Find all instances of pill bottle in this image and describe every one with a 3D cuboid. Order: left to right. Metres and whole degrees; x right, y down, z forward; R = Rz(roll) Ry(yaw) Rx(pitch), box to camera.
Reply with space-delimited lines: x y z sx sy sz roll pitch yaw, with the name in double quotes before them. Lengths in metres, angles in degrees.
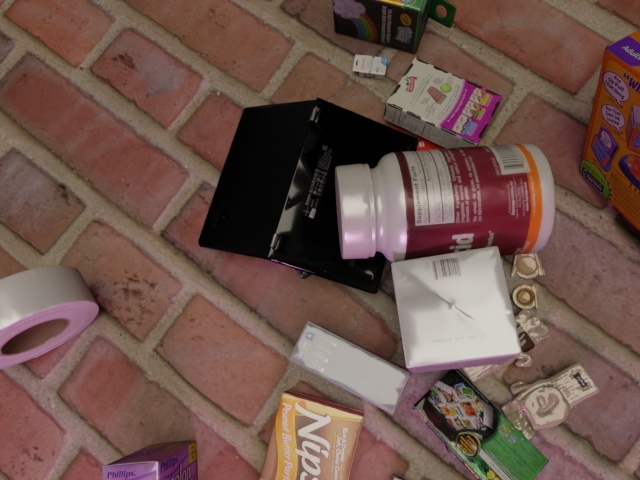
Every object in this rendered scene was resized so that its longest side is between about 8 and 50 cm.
"pill bottle" 0.231 -0.069 1.015 0.392 0.224 0.224 -4 78 0

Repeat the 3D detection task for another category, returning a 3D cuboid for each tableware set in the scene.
"tableware set" 0.427 0.090 1.157 0.169 0.020 0.141 2 79 7

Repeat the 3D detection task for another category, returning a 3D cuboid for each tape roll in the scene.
"tape roll" -0.649 0.174 1.119 0.286 0.286 0.100 -34 78 -2

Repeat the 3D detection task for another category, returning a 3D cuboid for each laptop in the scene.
"laptop" -0.036 -0.113 1.217 0.408 0.236 0.382 19 81 -12

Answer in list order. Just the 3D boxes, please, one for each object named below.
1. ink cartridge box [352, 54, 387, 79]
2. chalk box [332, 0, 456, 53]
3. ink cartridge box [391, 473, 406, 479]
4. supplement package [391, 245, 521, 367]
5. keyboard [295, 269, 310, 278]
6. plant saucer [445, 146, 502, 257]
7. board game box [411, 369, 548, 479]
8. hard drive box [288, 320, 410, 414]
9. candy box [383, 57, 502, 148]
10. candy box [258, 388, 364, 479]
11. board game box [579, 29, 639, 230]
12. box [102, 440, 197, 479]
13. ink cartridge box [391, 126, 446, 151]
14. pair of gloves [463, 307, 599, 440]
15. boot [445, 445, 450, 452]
"ink cartridge box" 0.126 -0.441 1.289 0.083 0.028 0.048 10 80 7
"chalk box" 0.192 -0.597 1.239 0.289 0.180 0.179 18 81 8
"ink cartridge box" 0.213 0.634 1.059 0.208 0.045 0.206 22 81 8
"supplement package" 0.262 0.153 1.019 0.199 0.262 0.198 -10 71 10
"keyboard" 0.000 0.000 1.218 0.180 0.023 0.108 -35 77 -3
"plant saucer" 0.319 -0.071 1.145 0.278 0.041 0.278 0 89 0
"board game box" 0.331 0.405 1.063 0.136 0.030 0.259 -35 68 -22
"hard drive box" 0.065 0.264 1.078 0.232 0.181 0.089 25 83 11
"candy box" 0.290 -0.317 1.212 0.233 0.071 0.159 29 70 10
"candy box" -0.031 0.502 1.087 0.183 0.087 0.316 14 80 9
"board game box" 0.780 -0.208 0.952 0.356 0.356 0.356 -26 53 1
"box" -0.340 0.562 1.043 0.117 0.213 0.243 -8 77 5
"ink cartridge box" 0.223 -0.182 1.217 0.181 0.056 0.224 -8 80 4
"pair of gloves" 0.443 0.286 1.104 0.204 0.042 0.240 -40 73 2
"boot" 0.314 0.394 1.102 0.114 0.037 0.106 -18 77 -1
